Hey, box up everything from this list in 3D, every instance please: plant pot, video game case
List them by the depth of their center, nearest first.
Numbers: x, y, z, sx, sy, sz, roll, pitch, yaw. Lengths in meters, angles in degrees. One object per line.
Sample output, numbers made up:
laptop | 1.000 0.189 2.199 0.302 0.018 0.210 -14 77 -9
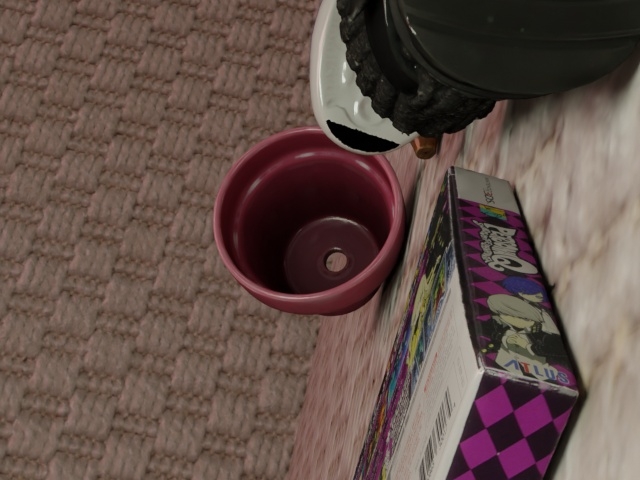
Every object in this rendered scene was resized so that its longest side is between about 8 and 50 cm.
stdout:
video game case | 0.052 0.106 0.432 0.210 0.041 0.232 -79 3 -67
plant pot | 0.000 0.000 0.995 0.180 0.201 0.201 64 -144 -66

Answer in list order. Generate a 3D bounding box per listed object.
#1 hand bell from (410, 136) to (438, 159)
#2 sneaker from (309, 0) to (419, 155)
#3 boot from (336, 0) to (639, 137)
hand bell | 0.096 -0.181 0.896 0.126 0.126 0.242 105 165 -55
sneaker | 0.065 -0.214 0.779 0.236 0.130 0.323 166 122 -80
boot | 0.084 -0.222 0.426 0.260 0.131 0.348 -86 9 -83
